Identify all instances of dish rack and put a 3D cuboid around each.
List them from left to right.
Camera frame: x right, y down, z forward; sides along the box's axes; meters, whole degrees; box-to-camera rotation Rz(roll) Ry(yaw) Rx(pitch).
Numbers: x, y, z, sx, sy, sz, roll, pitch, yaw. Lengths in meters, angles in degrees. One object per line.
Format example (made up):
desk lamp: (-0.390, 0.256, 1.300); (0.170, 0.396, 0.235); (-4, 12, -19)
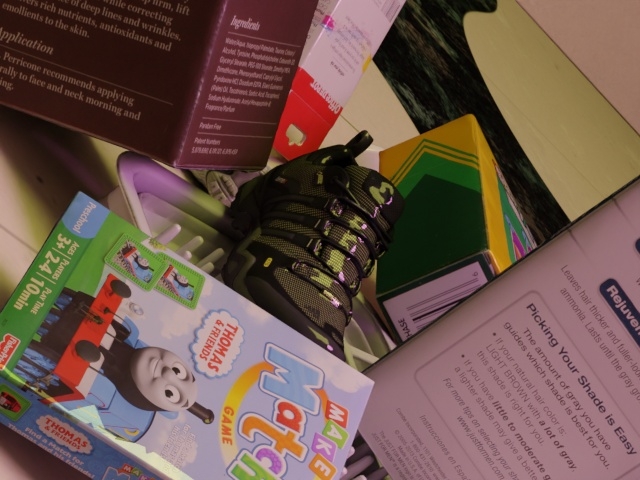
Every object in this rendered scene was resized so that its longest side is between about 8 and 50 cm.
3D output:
dish rack: (-0.028, 0.105, 1.288); (0.333, 0.072, 0.285); (33, 27, -50)

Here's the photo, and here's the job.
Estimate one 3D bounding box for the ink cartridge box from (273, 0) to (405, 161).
ink cartridge box: (-0.005, -0.192, 1.743); (0.078, 0.231, 0.134); (29, -3, 22)

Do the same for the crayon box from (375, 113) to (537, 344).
crayon box: (0.166, 0.112, 1.627); (0.313, 0.106, 0.363); (-86, 151, -67)

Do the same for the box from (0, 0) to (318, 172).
box: (-0.108, -0.166, 1.287); (0.168, 0.203, 0.167); (21, 8, 18)

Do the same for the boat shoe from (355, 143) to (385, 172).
boat shoe: (0.061, -0.059, 1.883); (0.063, 0.066, 0.184); (48, 13, 36)

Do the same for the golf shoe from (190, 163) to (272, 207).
golf shoe: (-0.097, -0.084, 1.530); (0.176, 0.069, 0.086); (55, -4, -4)

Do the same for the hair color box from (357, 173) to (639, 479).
hair color box: (0.201, 0.068, 1.251); (0.174, 0.347, 0.105); (55, 17, 4)

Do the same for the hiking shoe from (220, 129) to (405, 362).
hiking shoe: (0.000, 0.000, 1.257); (0.086, 0.114, 0.227); (43, 20, -28)

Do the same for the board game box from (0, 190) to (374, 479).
board game box: (-0.082, 0.082, 1.069); (0.211, 0.039, 0.160); (34, 38, -8)
